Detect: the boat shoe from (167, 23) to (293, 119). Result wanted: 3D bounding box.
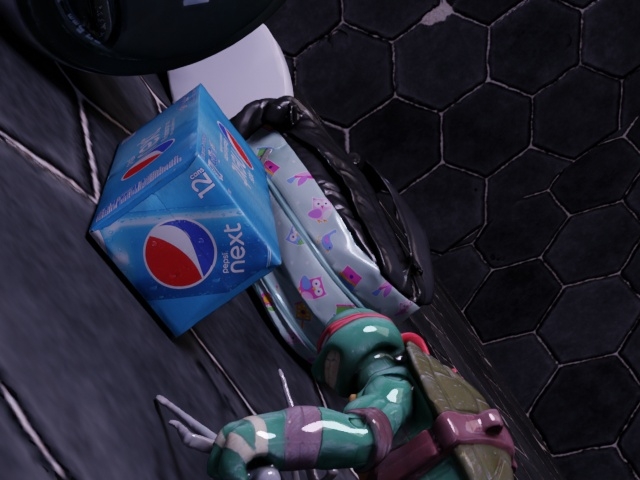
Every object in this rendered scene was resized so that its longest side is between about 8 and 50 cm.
[{"bbox_3d":[-0.096,-0.165,1.133,0.301,0.108,0.102,50,4,41],"label":"boat shoe"}]

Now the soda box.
[{"bbox_3d":[-0.073,-0.025,0.676,0.071,0.067,0.210,53,7,-16],"label":"soda box"}]

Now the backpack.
[{"bbox_3d":[0.000,0.000,0.875,0.152,0.115,0.182,26,28,-53],"label":"backpack"}]

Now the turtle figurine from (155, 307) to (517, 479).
[{"bbox_3d":[0.026,0.105,0.495,0.175,0.118,0.234,48,11,-51],"label":"turtle figurine"}]

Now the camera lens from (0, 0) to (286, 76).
[{"bbox_3d":[-0.135,-0.256,0.750,0.274,0.219,0.219,57,7,28],"label":"camera lens"}]
